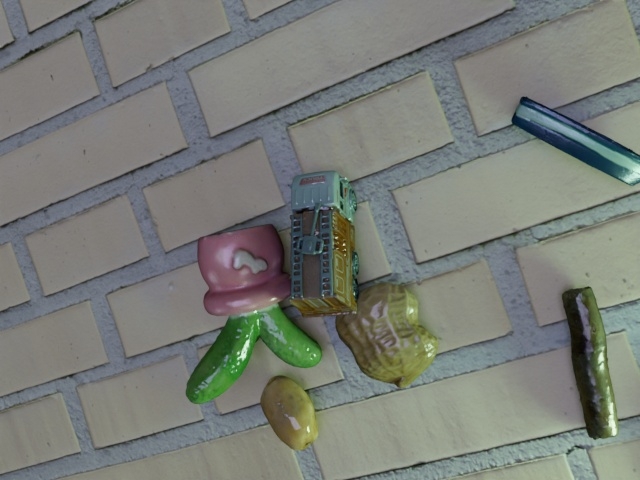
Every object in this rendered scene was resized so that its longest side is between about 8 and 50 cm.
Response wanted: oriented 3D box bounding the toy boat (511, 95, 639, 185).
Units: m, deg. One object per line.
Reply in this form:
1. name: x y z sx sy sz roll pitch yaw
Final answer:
1. toy boat: 0.522 -0.194 1.139 0.299 0.096 0.062 30 112 9

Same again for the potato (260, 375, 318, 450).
1. potato: -0.072 0.397 1.334 0.109 0.118 0.178 -31 69 -19

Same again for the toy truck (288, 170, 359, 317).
1. toy truck: 0.000 0.000 1.222 0.136 0.162 0.306 -6 71 16

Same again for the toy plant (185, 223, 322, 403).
1. toy plant: -0.178 0.147 1.279 0.316 0.210 0.357 -13 101 -20

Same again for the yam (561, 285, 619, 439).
1. yam: 0.555 0.251 1.173 0.071 0.067 0.318 -11 91 -12

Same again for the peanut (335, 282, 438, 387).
1. peanut: 0.148 0.211 1.260 0.196 0.110 0.233 -30 84 15
